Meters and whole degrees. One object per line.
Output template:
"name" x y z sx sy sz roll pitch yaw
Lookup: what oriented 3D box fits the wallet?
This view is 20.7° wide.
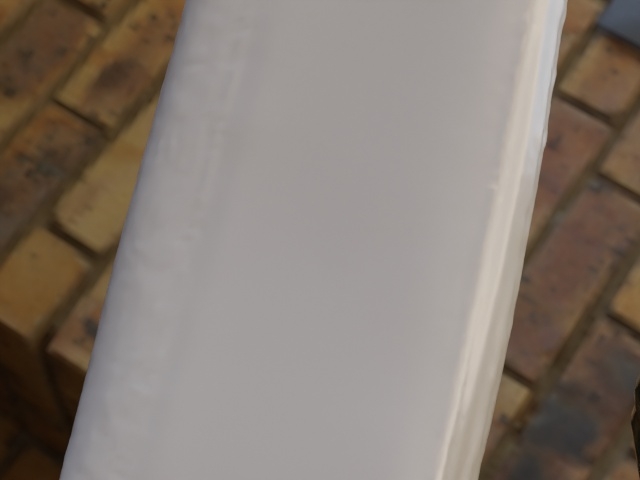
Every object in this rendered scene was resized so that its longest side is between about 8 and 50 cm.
"wallet" 0.000 0.000 0.388 0.033 0.095 0.190 54 -137 -58

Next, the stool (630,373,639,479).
"stool" 0.239 0.154 0.428 0.297 0.297 0.330 96 166 -53
